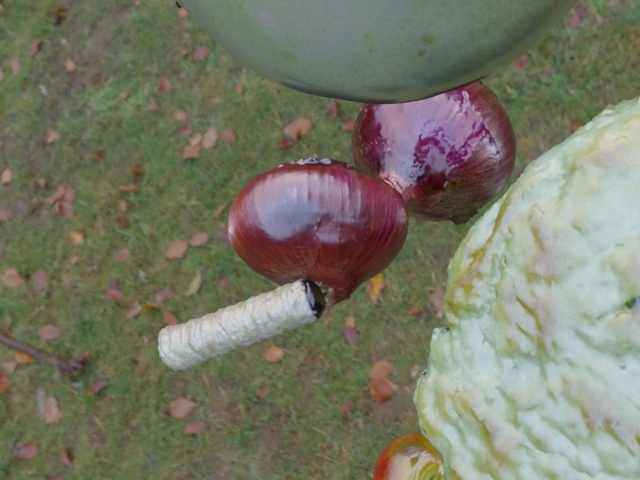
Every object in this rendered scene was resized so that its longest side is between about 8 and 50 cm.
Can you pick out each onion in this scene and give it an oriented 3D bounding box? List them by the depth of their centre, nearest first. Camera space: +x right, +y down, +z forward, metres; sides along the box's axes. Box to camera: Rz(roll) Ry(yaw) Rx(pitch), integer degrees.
[{"bbox_3d":[0.000,-0.011,1.200,0.248,0.248,0.161,-27,45,12],"label":"onion"},{"bbox_3d":[0.198,-0.164,1.790,0.348,0.347,0.385,13,42,30],"label":"onion"}]

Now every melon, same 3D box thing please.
[{"bbox_3d":[0.033,-0.208,0.476,0.269,0.330,0.268,5,107,18],"label":"melon"}]

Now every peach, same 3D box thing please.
[{"bbox_3d":[0.172,0.402,1.429,0.190,0.192,0.190,-1,72,4],"label":"peach"}]

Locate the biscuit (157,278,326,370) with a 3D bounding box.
[{"bbox_3d":[-0.094,0.098,1.054,0.219,0.055,0.061,-23,68,20],"label":"biscuit"}]

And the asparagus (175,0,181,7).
[{"bbox_3d":[-0.145,-0.279,1.020,0.016,0.013,0.166,1,20,4],"label":"asparagus"}]

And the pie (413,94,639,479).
[{"bbox_3d":[0.141,0.060,0.353,0.201,0.090,0.247,33,108,21],"label":"pie"}]
